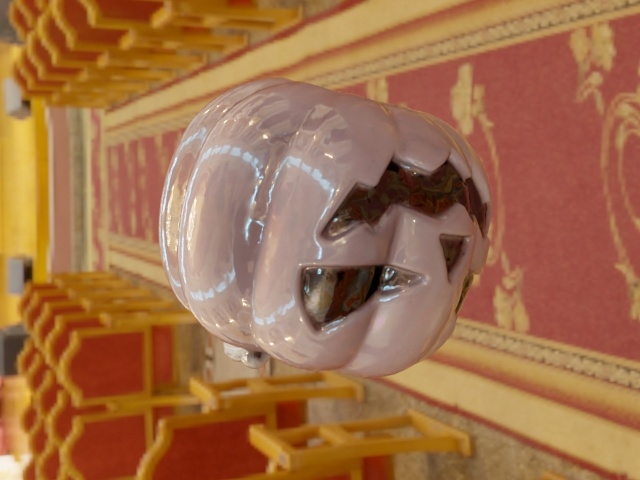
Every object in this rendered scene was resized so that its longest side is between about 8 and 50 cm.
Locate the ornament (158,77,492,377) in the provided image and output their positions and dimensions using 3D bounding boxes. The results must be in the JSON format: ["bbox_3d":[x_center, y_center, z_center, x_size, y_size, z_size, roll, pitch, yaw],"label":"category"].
[{"bbox_3d":[0.001,0.000,0.572,0.177,0.177,0.178,179,90,-69],"label":"ornament"}]
